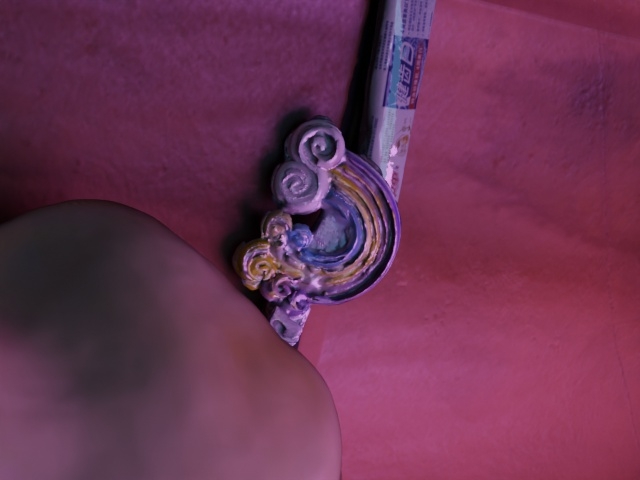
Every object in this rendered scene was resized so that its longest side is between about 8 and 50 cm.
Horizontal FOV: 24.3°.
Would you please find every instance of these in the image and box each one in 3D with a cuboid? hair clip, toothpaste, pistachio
[{"bbox_3d":[0.000,0.000,1.131,0.116,0.049,0.172,25,97,-19],"label":"hair clip"},{"bbox_3d":[0.055,-0.111,1.147,0.060,0.038,0.233,2,103,-41],"label":"toothpaste"},{"bbox_3d":[-0.164,0.156,0.928,0.445,0.281,0.365,15,70,-46],"label":"pistachio"}]
